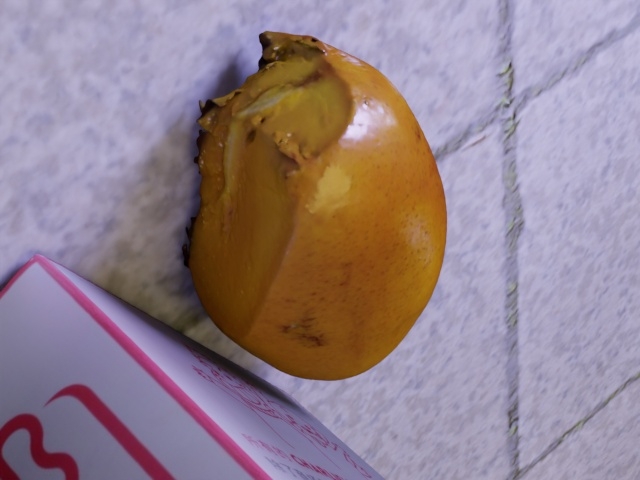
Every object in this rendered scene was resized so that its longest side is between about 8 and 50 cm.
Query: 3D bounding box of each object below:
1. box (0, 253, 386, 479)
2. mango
[{"bbox_3d":[-0.086,0.244,0.707,0.300,0.312,0.314,-52,143,0],"label":"box"},{"bbox_3d":[0.000,0.000,0.751,0.154,0.126,0.252,-24,138,-16],"label":"mango"}]
